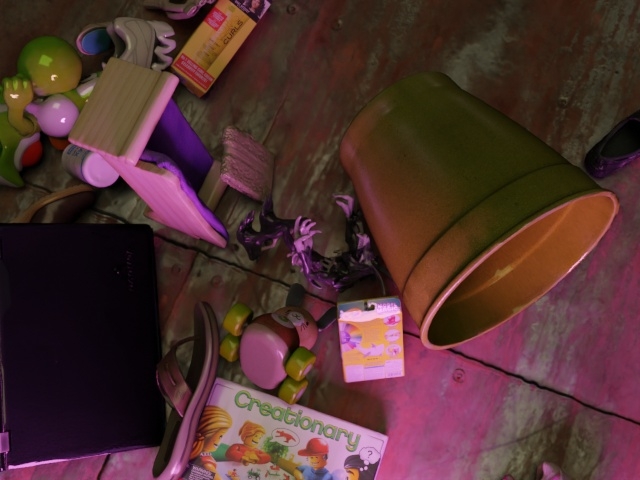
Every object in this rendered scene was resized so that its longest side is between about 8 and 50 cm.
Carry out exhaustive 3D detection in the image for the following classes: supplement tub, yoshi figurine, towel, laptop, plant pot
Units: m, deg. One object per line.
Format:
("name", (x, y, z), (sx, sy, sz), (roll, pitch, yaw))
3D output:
("supplement tub", (-0.409, -0.137, 1.466), (0.107, 0.071, 0.071), (19, 72, 47))
("yoshi figurine", (-0.554, -0.242, 1.466), (0.362, 0.203, 0.203), (-30, 67, -12))
("towel", (-0.128, -0.130, 1.447), (0.027, 0.148, 0.110), (-8, 70, 29))
("laptop", (-0.505, 0.175, 1.374), (0.408, 0.236, 0.382), (-8, 82, 20))
("plant pot", (0.217, -0.073, 1.334), (0.366, 0.366, 0.353), (-32, 64, -7))

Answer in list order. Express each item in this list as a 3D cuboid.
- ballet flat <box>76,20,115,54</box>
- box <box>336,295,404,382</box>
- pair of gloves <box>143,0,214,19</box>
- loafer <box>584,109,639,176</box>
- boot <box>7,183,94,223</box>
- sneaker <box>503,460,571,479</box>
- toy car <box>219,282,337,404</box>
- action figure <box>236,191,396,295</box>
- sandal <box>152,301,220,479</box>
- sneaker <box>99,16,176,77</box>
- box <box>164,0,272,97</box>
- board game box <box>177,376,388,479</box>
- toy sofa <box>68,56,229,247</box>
("ballet flat", (-0.405, -0.381, 1.531), (0.052, 0.168, 0.057), (27, 118, 19))
("box", (0.082, 0.155, 1.343), (0.105, 0.179, 0.043), (-6, 42, 0))
("pair of gloves", (-0.214, -0.513, 1.552), (0.240, 0.042, 0.204), (-48, 45, -11))
("loafer", (0.572, -0.191, 1.466), (0.223, 0.078, 0.076), (-34, 77, -7))
("boot", (-0.468, 0.038, 1.455), (0.248, 0.090, 0.207), (-33, 89, -10))
("sneaker", (0.298, 0.436, 1.300), (0.252, 0.103, 0.111), (-26, 71, -12))
("toy car", (-0.050, 0.147, 1.372), (0.155, 0.149, 0.188), (33, 50, 15))
("action figure", (0.000, 0.000, 1.373), (0.275, 0.164, 0.141), (18, 119, 24))
("sandal", (-0.233, 0.243, 1.347), (0.086, 0.120, 0.303), (19, 76, -17))
("sneaker", (-0.341, -0.254, 1.468), (0.118, 0.110, 0.292), (6, 89, -41))
("box", (-0.189, -0.386, 1.544), (0.087, 0.058, 0.232), (38, 78, -17))
("board game box", (-0.061, 0.364, 1.349), (0.305, 0.053, 0.193), (17, 75, 7))
("toy sofa", (-0.235, -0.128, 1.333), (0.177, 0.362, 0.150), (21, 76, 15))
